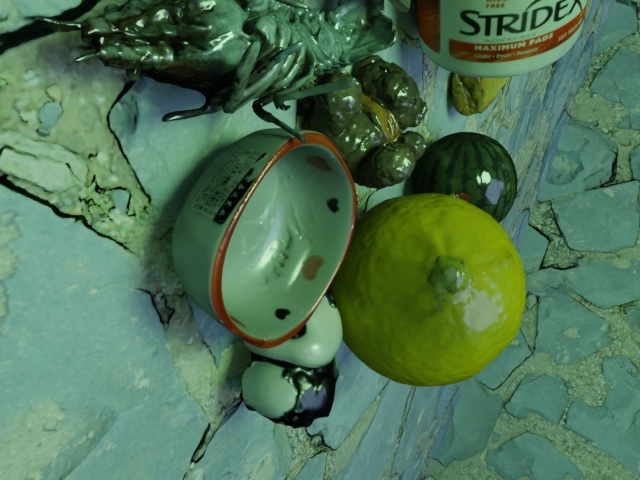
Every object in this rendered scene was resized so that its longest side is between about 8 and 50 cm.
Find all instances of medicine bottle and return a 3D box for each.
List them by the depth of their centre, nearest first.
[{"bbox_3d":[0.265,-0.406,0.741,0.252,0.253,0.241,-54,149,-24],"label":"medicine bottle"}]

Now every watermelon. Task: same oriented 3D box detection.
[{"bbox_3d":[0.288,-0.110,1.024,0.212,0.212,0.212,-36,137,-43],"label":"watermelon"}]

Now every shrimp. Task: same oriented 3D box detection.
[{"bbox_3d":[-0.049,-0.200,0.489,0.221,0.166,0.410,67,27,-6],"label":"shrimp"}]

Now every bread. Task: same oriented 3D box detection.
[{"bbox_3d":[0.350,-0.362,1.082,0.211,0.083,0.114,-50,140,-29],"label":"bread"}]

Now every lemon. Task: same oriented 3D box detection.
[{"bbox_3d":[0.162,0.078,0.822,0.336,0.336,0.336,-36,137,-43],"label":"lemon"}]

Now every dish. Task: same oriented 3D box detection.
[{"bbox_3d":[-0.071,-0.011,0.593,0.256,0.117,0.256,-35,135,-44],"label":"dish"}]

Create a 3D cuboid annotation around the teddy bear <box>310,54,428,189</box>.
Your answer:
[{"bbox_3d":[0.073,-0.175,0.717,0.190,0.177,0.140,-52,-169,-25],"label":"teddy bear"}]

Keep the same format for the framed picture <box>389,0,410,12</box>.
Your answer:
[{"bbox_3d":[0.049,-0.424,0.538,0.213,0.016,0.289,-3,93,-58],"label":"framed picture"}]

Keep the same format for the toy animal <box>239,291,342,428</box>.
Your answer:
[{"bbox_3d":[-0.048,0.153,0.719,0.138,0.166,0.179,-7,103,-58],"label":"toy animal"}]
